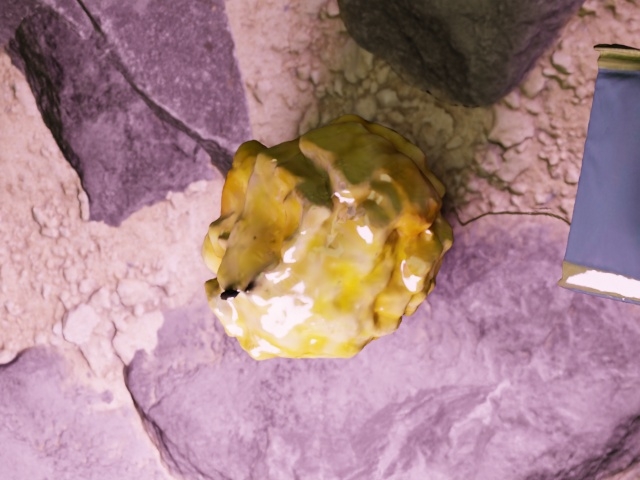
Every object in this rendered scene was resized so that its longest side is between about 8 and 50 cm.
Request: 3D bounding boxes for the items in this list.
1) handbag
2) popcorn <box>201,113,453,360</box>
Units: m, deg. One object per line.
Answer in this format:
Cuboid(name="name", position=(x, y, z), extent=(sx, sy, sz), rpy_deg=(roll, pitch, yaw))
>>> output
Cuboid(name="handbag", position=(0.369, -0.049, 1.574), extent=(0.222, 0.263, 0.241), rpy_deg=(15, 97, 51))
Cuboid(name="popcorn", position=(0.000, 0.000, 1.758), extent=(0.252, 0.215, 0.286), rpy_deg=(39, 106, 13))
